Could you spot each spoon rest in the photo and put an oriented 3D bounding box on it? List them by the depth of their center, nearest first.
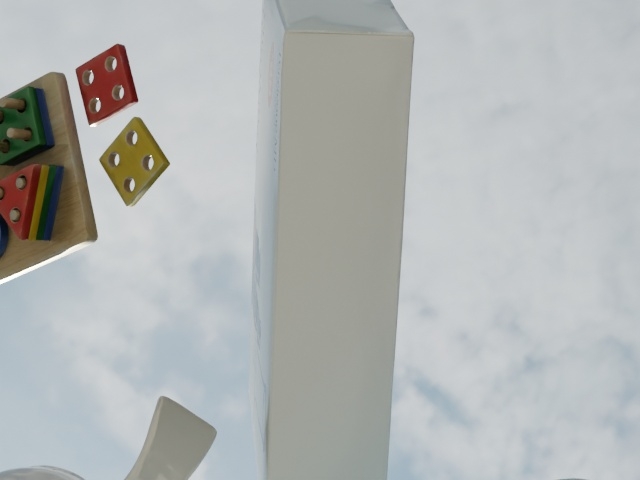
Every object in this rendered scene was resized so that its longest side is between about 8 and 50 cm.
[{"bbox_3d":[-0.191,0.212,1.371,0.137,0.084,0.276,35,-43,-19],"label":"spoon rest"}]

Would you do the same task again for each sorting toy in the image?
[{"bbox_3d":[-0.231,-0.046,1.264,0.274,0.046,0.132,-21,-105,34],"label":"sorting toy"}]

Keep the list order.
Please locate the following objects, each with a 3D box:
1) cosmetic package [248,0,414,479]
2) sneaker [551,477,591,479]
[{"bbox_3d":[0.000,0.000,1.289,0.097,0.284,0.377,0,-73,-7],"label":"cosmetic package"},{"bbox_3d":[0.105,0.313,1.058,0.319,0.127,0.208,-50,-141,18],"label":"sneaker"}]
